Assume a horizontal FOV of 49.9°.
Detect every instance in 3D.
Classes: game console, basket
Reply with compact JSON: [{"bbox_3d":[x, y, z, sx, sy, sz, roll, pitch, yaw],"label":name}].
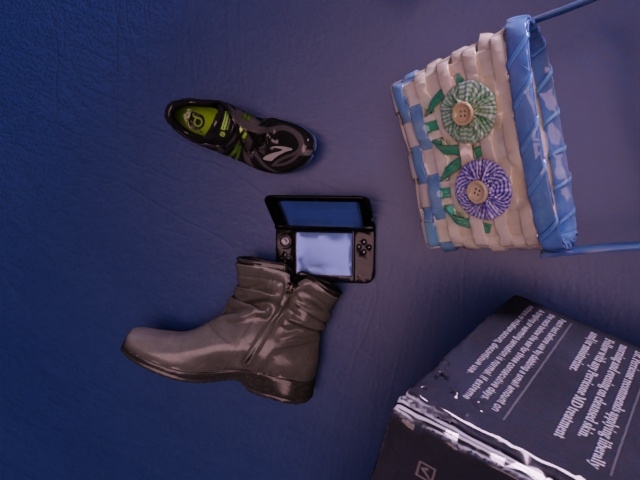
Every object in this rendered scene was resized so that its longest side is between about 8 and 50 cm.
[{"bbox_3d":[0.000,0.000,0.804,0.122,0.071,0.107,2,95,11],"label":"game console"},{"bbox_3d":[0.233,-0.098,0.683,0.289,0.201,0.254,-13,92,22],"label":"basket"}]

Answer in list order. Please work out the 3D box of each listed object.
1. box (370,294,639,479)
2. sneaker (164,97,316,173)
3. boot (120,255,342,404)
[{"bbox_3d":[0.264,0.376,0.570,0.472,0.297,0.479,25,114,26],"label":"box"},{"bbox_3d":[-0.098,-0.123,0.808,0.188,0.078,0.067,18,98,8],"label":"sneaker"},{"bbox_3d":[-0.106,0.090,0.828,0.247,0.083,0.161,12,99,1],"label":"boot"}]
